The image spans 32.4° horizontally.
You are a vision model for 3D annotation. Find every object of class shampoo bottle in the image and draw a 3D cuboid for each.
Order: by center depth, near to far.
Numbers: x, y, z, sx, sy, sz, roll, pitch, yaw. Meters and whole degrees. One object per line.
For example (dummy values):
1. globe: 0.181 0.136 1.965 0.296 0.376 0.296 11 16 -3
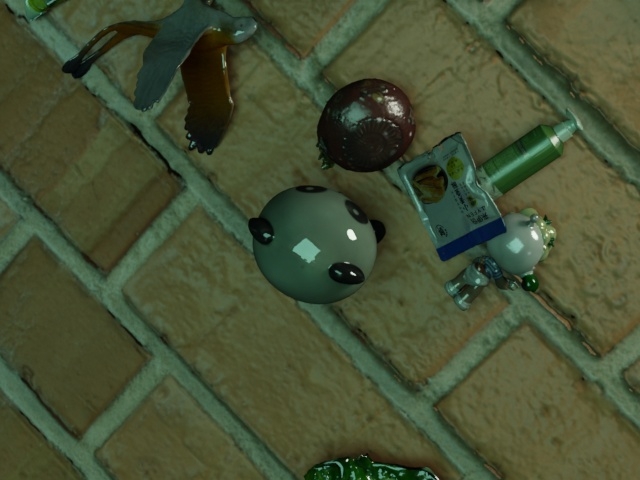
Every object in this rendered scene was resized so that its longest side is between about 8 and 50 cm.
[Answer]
1. shampoo bottle: 0.316 -0.130 1.717 0.204 0.065 0.065 -35 88 17

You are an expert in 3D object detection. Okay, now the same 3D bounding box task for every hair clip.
1. hair clip: -0.439 -0.450 1.890 0.188 0.033 0.060 -31 87 20

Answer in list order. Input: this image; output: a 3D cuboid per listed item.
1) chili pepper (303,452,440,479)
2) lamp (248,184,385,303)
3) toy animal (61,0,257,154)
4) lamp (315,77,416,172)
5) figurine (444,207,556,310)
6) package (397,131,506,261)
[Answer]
1. chili pepper: 0.132 0.510 1.808 0.385 0.213 0.167 53 153 22
2. lamp: 0.000 0.000 1.726 0.198 0.244 0.197 4 104 16
3. toy animal: -0.247 -0.334 1.833 0.284 0.225 0.302 37 93 29
4. lamp: 0.069 -0.189 1.743 0.157 0.135 0.156 -1 130 -10
5. figurine: 0.285 0.030 1.735 0.197 0.093 0.147 -48 62 24
6. package: 0.204 -0.066 1.723 0.171 0.027 0.173 -31 81 53
